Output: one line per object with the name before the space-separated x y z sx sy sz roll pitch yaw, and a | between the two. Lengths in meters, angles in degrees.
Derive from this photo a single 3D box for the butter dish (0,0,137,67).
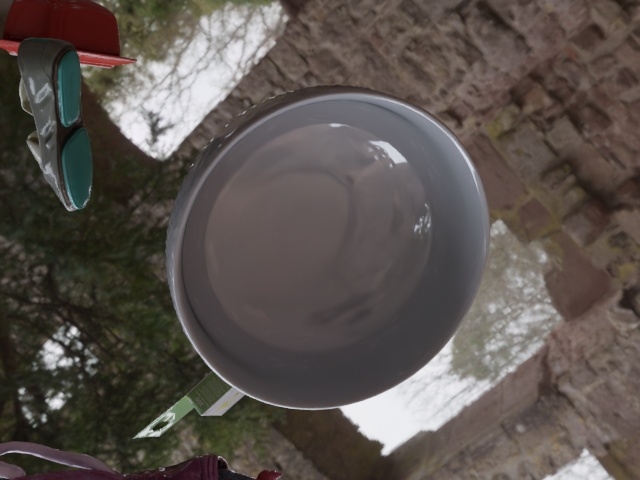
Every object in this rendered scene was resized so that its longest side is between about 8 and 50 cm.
butter dish | -0.359 -0.310 1.054 0.159 0.118 0.160 14 -167 32

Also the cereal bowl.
cereal bowl | 0.000 0.000 0.797 0.339 0.339 0.141 37 -179 -26

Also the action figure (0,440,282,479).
action figure | -0.234 0.352 1.023 0.248 0.370 0.276 76 178 -88

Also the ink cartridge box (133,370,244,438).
ink cartridge box | -0.216 0.304 1.392 0.056 0.235 0.171 47 174 13

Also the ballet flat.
ballet flat | -0.308 -0.133 0.868 0.068 0.213 0.072 13 -144 9
